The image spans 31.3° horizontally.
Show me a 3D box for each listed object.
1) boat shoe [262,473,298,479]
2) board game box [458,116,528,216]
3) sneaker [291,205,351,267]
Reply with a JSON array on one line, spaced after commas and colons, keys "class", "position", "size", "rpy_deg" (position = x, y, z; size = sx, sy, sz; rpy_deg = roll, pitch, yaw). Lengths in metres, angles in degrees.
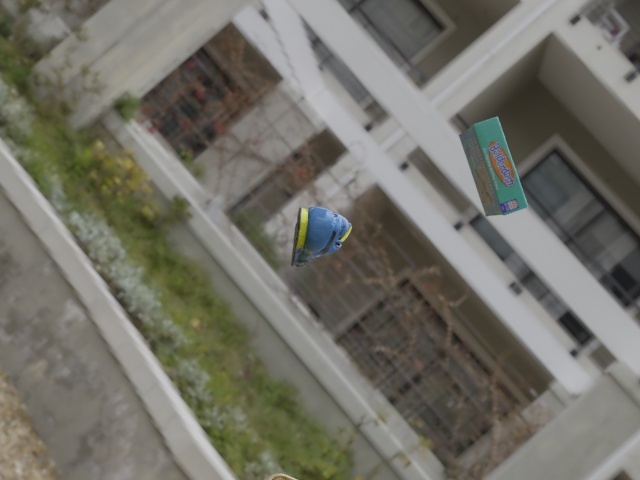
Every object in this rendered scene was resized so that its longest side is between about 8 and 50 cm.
[{"class": "boat shoe", "position": [-0.032, 0.203, 0.852], "size": [0.063, 0.170, 0.059], "rpy_deg": [33, 51, -29]}, {"class": "board game box", "position": [0.295, -0.123, 1.970], "size": [0.210, 0.047, 0.160], "rpy_deg": [-69, 141, -89]}, {"class": "sneaker", "position": [0.000, 0.000, 1.678], "size": [0.209, 0.082, 0.069], "rpy_deg": [115, -21, -77]}]
